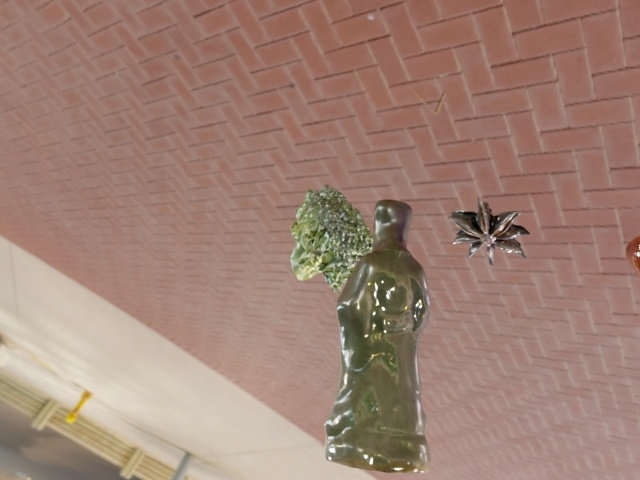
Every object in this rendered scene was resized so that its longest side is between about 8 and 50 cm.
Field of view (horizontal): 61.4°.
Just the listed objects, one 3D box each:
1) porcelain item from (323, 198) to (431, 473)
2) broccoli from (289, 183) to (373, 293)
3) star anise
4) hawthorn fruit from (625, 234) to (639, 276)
[{"bbox_3d":[0.048,0.067,0.433,0.081,0.215,0.069,6,163,-7],"label":"porcelain item"},{"bbox_3d":[0.000,0.000,1.369,0.246,0.288,0.248,-35,97,20],"label":"broccoli"},{"bbox_3d":[0.405,-0.027,1.287,0.205,0.061,0.180,14,135,11],"label":"star anise"},{"bbox_3d":[0.755,0.040,1.186,0.138,0.133,0.133,68,151,16],"label":"hawthorn fruit"}]
